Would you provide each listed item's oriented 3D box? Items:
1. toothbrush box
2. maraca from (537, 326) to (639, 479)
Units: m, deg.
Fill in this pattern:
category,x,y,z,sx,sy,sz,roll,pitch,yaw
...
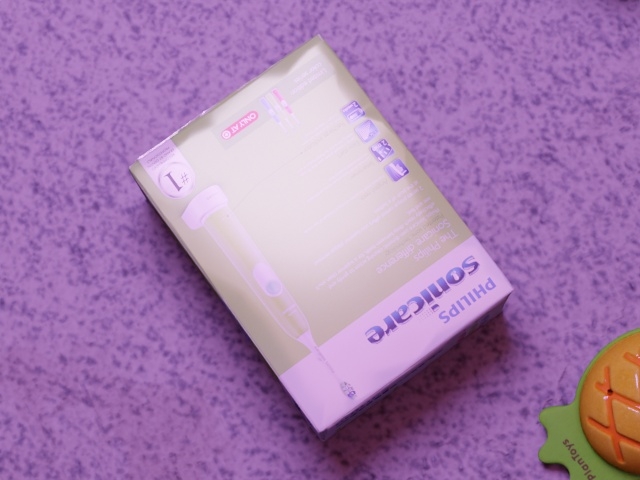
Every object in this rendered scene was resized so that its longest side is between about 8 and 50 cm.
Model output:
category,x,y,z,sx,sy,sz,roll,pitch,yaw
toothbrush box,0.000,0.000,1.460,0.206,0.122,0.283,-36,80,-5
maraca,0.273,0.151,1.440,0.185,0.099,0.127,-41,77,17
